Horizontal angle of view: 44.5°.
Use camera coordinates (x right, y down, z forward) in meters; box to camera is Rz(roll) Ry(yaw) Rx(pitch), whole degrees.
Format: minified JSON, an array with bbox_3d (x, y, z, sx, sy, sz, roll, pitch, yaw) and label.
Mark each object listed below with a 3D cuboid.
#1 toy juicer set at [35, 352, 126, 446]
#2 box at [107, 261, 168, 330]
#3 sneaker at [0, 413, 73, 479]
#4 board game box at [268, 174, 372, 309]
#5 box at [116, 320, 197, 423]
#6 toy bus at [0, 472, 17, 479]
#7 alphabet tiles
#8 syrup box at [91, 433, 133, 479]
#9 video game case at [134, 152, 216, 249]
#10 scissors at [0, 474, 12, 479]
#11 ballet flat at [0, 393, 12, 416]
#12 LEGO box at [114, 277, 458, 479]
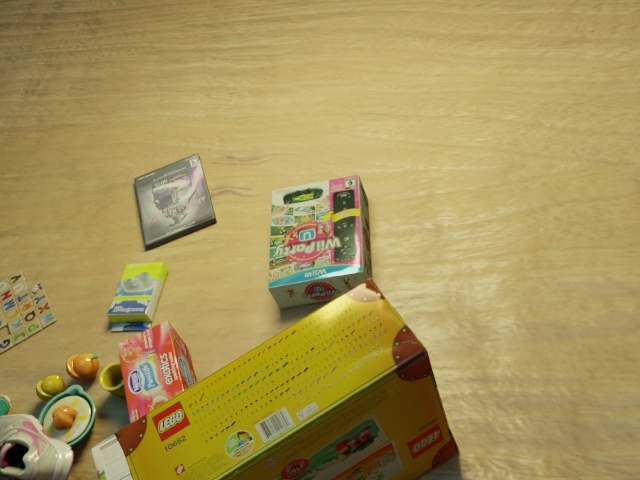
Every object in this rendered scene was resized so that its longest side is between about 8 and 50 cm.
[{"bbox_3d":[-0.580,0.379,1.718,0.209,0.089,0.329,24,65,29],"label":"toy juicer set"},{"bbox_3d":[-0.449,0.136,1.915,0.109,0.042,0.178,-4,50,17],"label":"box"},{"bbox_3d":[-0.627,0.426,1.619,0.252,0.111,0.103,12,84,37],"label":"sneaker"},{"bbox_3d":[0.000,0.000,1.839,0.224,0.097,0.303,-10,50,11],"label":"board game box"},{"bbox_3d":[-0.337,0.318,1.668,0.128,0.122,0.257,-24,48,0],"label":"box"},{"bbox_3d":[-0.702,0.545,1.612,0.104,0.202,0.191,-53,56,14],"label":"toy bus"},{"bbox_3d":[-0.799,0.181,2.021,0.198,0.009,0.237,-32,49,-8],"label":"alphabet tiles"},{"bbox_3d":[-0.368,0.500,1.546,0.096,0.093,0.237,-29,48,-6],"label":"syrup box"},{"bbox_3d":[-0.397,-0.111,2.117,0.196,0.026,0.274,-22,47,1],"label":"video game case"},{"bbox_3d":[-0.623,0.573,1.504,0.021,0.109,0.297,-46,23,23],"label":"scissors"},{"bbox_3d":[-0.795,0.447,1.762,0.241,0.091,0.077,-49,23,-27],"label":"ballet flat"},{"bbox_3d":[-0.035,0.353,1.368,0.500,0.372,0.193,-30,48,-8],"label":"LEGO box"}]
